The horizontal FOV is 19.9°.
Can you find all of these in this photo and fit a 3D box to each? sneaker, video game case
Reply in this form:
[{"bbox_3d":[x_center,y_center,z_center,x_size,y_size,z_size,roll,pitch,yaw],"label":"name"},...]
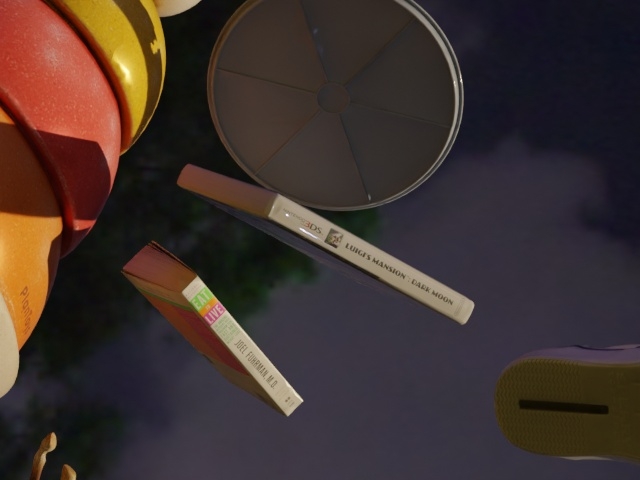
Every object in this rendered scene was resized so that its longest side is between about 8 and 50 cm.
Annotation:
[{"bbox_3d":[0.226,0.097,1.085,0.258,0.091,0.094,8,-77,45],"label":"sneaker"},{"bbox_3d":[0.000,0.000,1.315,0.022,0.173,0.190,-63,-156,-3],"label":"video game case"}]

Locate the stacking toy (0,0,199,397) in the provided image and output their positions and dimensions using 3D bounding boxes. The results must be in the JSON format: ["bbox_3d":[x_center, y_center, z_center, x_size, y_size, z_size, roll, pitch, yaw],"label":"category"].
[{"bbox_3d":[-0.242,-0.130,1.461,0.350,0.480,0.351,30,-33,22],"label":"stacking toy"}]

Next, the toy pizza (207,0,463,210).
[{"bbox_3d":[0.012,-0.117,1.426,0.201,0.201,0.032,-58,-173,28],"label":"toy pizza"}]

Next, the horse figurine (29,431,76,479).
[{"bbox_3d":[-0.317,0.212,1.617,0.263,0.066,0.174,41,-77,8],"label":"horse figurine"}]

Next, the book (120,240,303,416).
[{"bbox_3d":[-0.082,0.071,1.411,0.035,0.144,0.096,-45,-149,-12],"label":"book"}]
